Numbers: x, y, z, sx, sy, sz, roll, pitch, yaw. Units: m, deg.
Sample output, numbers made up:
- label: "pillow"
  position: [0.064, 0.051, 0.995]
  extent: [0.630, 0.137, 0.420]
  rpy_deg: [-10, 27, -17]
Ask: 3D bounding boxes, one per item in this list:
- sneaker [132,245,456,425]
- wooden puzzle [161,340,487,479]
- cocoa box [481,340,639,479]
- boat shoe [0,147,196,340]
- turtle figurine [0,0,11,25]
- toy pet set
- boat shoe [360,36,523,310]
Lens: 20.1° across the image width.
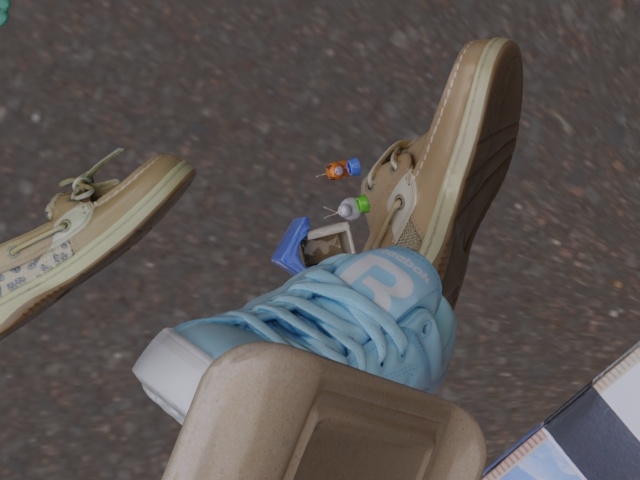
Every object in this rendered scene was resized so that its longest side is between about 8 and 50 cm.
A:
- label: "sneaker"
  position: [-0.001, 0.059, 1.127]
  extent: [0.135, 0.366, 0.150]
  rpy_deg: [34, 96, 12]
- label: "wooden puzzle"
  position: [-0.023, 0.149, 0.642]
  extent: [0.044, 0.238, 0.221]
  rpy_deg: [20, 87, 24]
- label: "cocoa box"
  position: [0.240, 0.253, 1.086]
  extent: [0.228, 0.231, 0.347]
  rpy_deg: [-41, 76, 6]
- label: "boat shoe"
  position: [-0.236, 0.003, 1.549]
  extent: [0.285, 0.104, 0.089]
  rpy_deg: [-35, 89, 8]
- label: "turtle figurine"
  position: [-0.310, -0.159, 1.162]
  extent: [0.175, 0.234, 0.118]
  rpy_deg: [-15, 78, 20]
- label: "toy pet set"
  position: [0.000, 0.000, 1.495]
  extent: [0.065, 0.114, 0.122]
  rpy_deg: [-14, 93, -14]
- label: "boat shoe"
  position: [0.085, -0.033, 1.606]
  extent: [0.110, 0.121, 0.341]
  rpy_deg: [26, 117, 18]
